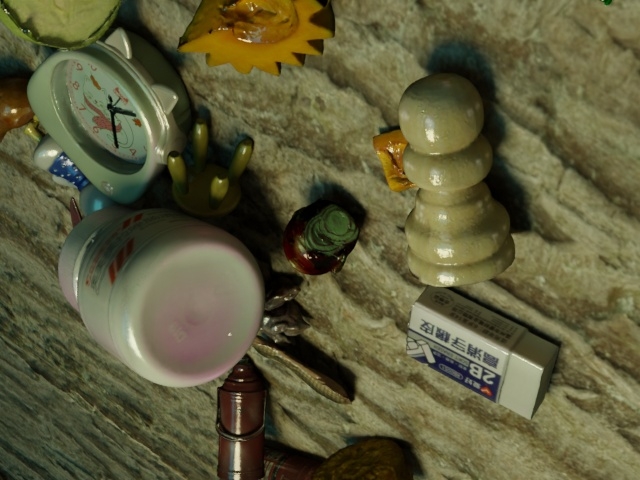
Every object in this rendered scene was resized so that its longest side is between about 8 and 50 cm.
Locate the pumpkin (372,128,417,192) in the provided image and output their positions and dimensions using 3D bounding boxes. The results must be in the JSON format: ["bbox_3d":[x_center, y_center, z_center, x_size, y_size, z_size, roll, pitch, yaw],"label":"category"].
[{"bbox_3d":[0.108,-0.101,1.376,0.073,0.035,0.101,4,130,46],"label":"pumpkin"}]

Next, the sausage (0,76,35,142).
[{"bbox_3d":[-0.598,-0.239,1.891,0.270,0.109,0.109,-13,115,51],"label":"sausage"}]

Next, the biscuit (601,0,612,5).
[{"bbox_3d":[0.275,-0.279,1.052,0.089,0.016,0.046,37,143,12],"label":"biscuit"}]

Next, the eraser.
[{"bbox_3d":[0.231,0.160,1.478,0.210,0.068,0.124,27,138,24],"label":"eraser"}]

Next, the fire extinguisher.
[{"bbox_3d":[-0.071,0.477,2.031,0.337,0.106,0.147,5,168,42],"label":"fire extinguisher"}]

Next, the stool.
[{"bbox_3d":[-0.173,-0.108,1.580,0.110,0.135,0.134,104,149,-53],"label":"stool"}]

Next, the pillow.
[{"bbox_3d":[-0.036,0.231,1.806,0.211,0.034,0.135,31,172,14],"label":"pillow"}]

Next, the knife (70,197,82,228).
[{"bbox_3d":[-0.484,0.011,2.091,0.035,0.018,0.247,23,136,33],"label":"knife"}]

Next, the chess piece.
[{"bbox_3d":[0.158,-0.081,1.270,0.143,0.143,0.260,12,129,38],"label":"chess piece"}]

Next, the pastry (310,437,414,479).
[{"bbox_3d":[0.072,0.436,1.807,0.189,0.189,0.103,-7,115,48],"label":"pastry"}]

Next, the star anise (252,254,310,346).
[{"bbox_3d":[-0.111,0.092,1.747,0.212,0.073,0.197,28,143,19],"label":"star anise"}]

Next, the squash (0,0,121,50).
[{"bbox_3d":[-0.398,-0.378,1.451,0.133,0.220,0.220,5,128,39],"label":"squash"}]

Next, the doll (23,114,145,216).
[{"bbox_3d":[-0.420,-0.112,1.832,0.293,0.119,0.138,49,128,4],"label":"doll"}]

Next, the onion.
[{"bbox_3d":[0.000,0.000,1.514,0.118,0.117,0.118,53,158,32],"label":"onion"}]

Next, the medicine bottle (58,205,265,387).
[{"bbox_3d":[-0.266,0.072,1.637,0.325,0.256,0.256,23,141,54],"label":"medicine bottle"}]

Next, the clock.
[{"bbox_3d":[-0.322,-0.216,1.630,0.265,0.108,0.324,51,143,-5],"label":"clock"}]

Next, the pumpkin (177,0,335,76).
[{"bbox_3d":[-0.057,-0.312,1.305,0.130,0.149,0.254,17,160,-41],"label":"pumpkin"}]

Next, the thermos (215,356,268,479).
[{"bbox_3d":[-0.151,0.340,1.970,0.099,0.124,0.232,1,92,4],"label":"thermos"}]
